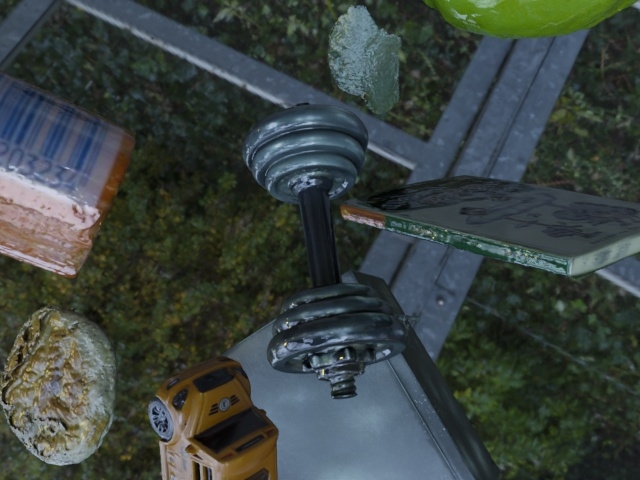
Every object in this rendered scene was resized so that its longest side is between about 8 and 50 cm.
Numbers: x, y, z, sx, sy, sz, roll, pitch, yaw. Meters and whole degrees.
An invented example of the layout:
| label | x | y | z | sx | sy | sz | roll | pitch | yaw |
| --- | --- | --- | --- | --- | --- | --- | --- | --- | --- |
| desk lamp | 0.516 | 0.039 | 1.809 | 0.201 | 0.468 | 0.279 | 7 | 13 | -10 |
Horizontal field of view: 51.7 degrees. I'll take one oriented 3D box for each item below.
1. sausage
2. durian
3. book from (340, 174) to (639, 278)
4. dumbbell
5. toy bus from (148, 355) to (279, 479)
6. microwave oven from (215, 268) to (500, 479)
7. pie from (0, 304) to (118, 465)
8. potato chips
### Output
| label | x | y | z | sx | sy | sz | roll | pitch | yaw |
| --- | --- | --- | --- | --- | --- | --- | --- | --- | --- |
| sausage | -0.420 | -0.102 | 0.874 | 0.287 | 0.233 | 0.233 | 22 | 165 | -22 |
| durian | 0.270 | -0.364 | 0.789 | 0.340 | 0.204 | 0.256 | -35 | 87 | 37 |
| book | 0.239 | -0.032 | 0.860 | 0.371 | 0.260 | 0.043 | 17 | 114 | 51 |
| dumbbell | 0.000 | 0.000 | 0.854 | 0.179 | 0.406 | 0.179 | -7 | 158 | -3 |
| toy bus | -0.082 | 0.201 | 0.555 | 0.088 | 0.083 | 0.194 | 13 | 110 | 40 |
| microwave oven | 0.064 | 0.325 | 1.205 | 0.432 | 0.374 | 0.236 | 60 | -168 | 17 |
| pie | -0.450 | 0.246 | 1.134 | 0.274 | 0.274 | 0.055 | 20 | -173 | 26 |
| potato chips | 0.108 | -0.388 | 1.444 | 0.228 | 0.167 | 0.059 | 39 | -161 | -16 |
